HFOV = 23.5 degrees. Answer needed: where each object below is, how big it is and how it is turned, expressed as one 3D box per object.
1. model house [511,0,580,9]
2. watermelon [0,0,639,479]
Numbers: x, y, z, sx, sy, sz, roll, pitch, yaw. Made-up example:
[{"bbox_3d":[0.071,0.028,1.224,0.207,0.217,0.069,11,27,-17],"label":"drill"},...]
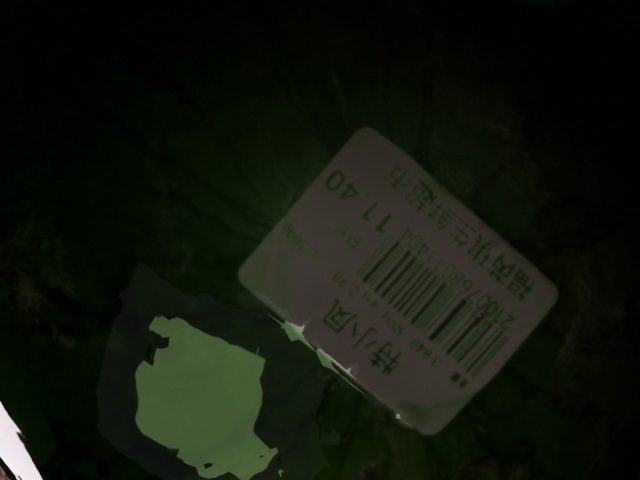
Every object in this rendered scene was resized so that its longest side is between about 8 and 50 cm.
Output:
[{"bbox_3d":[0.012,-0.276,0.497,0.298,0.243,0.284,21,130,7],"label":"model house"},{"bbox_3d":[0.000,0.000,0.659,0.363,0.363,0.363,21,144,17],"label":"watermelon"}]
